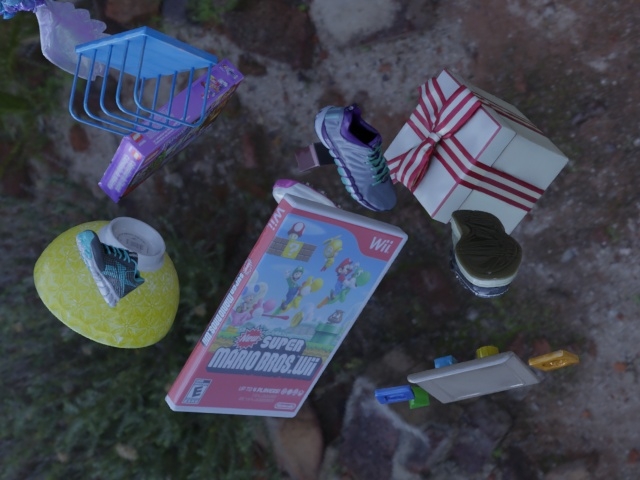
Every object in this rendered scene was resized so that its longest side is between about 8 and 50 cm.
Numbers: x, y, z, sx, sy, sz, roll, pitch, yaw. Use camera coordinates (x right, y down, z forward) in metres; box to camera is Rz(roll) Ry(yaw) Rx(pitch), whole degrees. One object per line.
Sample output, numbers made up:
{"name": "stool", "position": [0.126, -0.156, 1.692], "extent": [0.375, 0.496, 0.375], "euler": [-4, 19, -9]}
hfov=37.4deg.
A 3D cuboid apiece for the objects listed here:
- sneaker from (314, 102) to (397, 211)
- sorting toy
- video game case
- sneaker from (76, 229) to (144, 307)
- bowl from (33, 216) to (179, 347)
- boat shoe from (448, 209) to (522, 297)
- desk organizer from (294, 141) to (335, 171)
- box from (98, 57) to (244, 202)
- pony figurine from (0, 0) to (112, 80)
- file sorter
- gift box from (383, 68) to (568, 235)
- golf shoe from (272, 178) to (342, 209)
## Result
{"name": "sneaker", "position": [0.080, -0.136, 1.616], "extent": [0.098, 0.083, 0.223], "euler": [-2, 133, 51]}
{"name": "sorting toy", "position": [0.262, 0.222, 1.601], "extent": [0.348, 0.196, 0.047], "euler": [-17, 64, 22]}
{"name": "video game case", "position": [-0.036, 0.088, 1.112], "extent": [0.025, 0.204, 0.285], "euler": [44, 110, 40]}
{"name": "sneaker", "position": [-0.316, 0.030, 1.433], "extent": [0.065, 0.076, 0.166], "euler": [53, 165, 31]}
{"name": "bowl", "position": [-0.380, 0.050, 1.805], "extent": [0.289, 0.289, 0.156], "euler": [46, 118, 21]}
{"name": "boat shoe", "position": [0.197, 0.026, 1.154], "extent": [0.080, 0.223, 0.073], "euler": [1, 111, 1]}
{"name": "desk organizer", "position": [0.009, -0.168, 1.869], "extent": [0.050, 0.130, 0.047], "euler": [-18, 88, 35]}
{"name": "box", "position": [-0.288, -0.212, 1.828], "extent": [0.057, 0.293, 0.201], "euler": [45, 145, -2]}
{"name": "pony figurine", "position": [-0.463, -0.476, 1.689], "extent": [0.363, 0.351, 0.303], "euler": [-11, 79, 44]}
{"name": "file sorter", "position": [-0.243, -0.206, 1.266], "extent": [0.170, 0.118, 0.104], "euler": [1, 79, 46]}
{"name": "gift box", "position": [0.284, -0.174, 1.904], "extent": [0.255, 0.258, 0.276], "euler": [-58, 42, 18]}
{"name": "golf shoe", "position": [0.000, 0.000, 1.953], "extent": [0.306, 0.140, 0.115], "euler": [45, 153, -28]}
